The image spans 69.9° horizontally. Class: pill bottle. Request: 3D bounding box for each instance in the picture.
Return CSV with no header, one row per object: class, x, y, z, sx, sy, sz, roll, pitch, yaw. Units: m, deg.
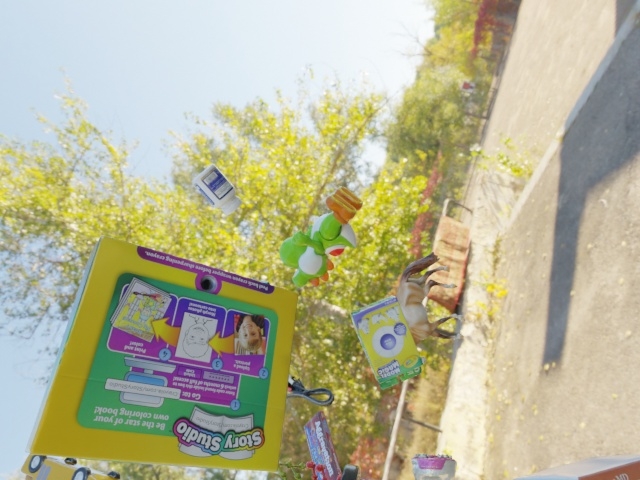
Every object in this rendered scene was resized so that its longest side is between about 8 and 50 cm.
pill bottle,-0.395,-0.193,1.780,0.112,0.186,0.112,-36,18,13

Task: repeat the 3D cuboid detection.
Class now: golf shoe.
golf shoe,0.294,0.629,1.170,0.306,0.115,0.140,67,-157,-53

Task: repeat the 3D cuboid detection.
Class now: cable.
cable,-0.085,0.583,1.792,0.139,0.287,0.072,-44,-52,-30

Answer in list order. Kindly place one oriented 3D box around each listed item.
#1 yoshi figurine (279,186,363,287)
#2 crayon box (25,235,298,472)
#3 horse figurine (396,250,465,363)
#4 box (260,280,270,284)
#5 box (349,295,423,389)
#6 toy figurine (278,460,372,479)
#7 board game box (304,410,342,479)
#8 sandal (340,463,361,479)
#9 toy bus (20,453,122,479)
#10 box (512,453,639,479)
yoshi figurine,-0.025,-0.013,1.506,0.362,0.204,0.203,-59,35,26
crayon box,-0.228,0.199,0.759,0.106,0.363,0.312,-28,48,51
horse figurine,0.248,0.160,1.098,0.066,0.175,0.263,-156,54,-84
box,-0.307,0.295,2.046,0.244,0.060,0.100,-45,-59,-33
box,0.143,0.219,0.969,0.043,0.105,0.179,-179,66,-85
toy figurine,0.065,0.737,1.375,0.363,0.217,0.191,37,-150,-42
board game box,0.008,0.857,1.860,0.145,0.027,0.281,-55,39,32
sandal,0.014,0.702,1.080,0.446,0.107,0.167,-21,-68,-75
toy bus,-0.603,0.614,1.117,0.108,0.333,0.130,48,-132,-49
box,0.523,0.573,0.786,0.168,0.215,0.345,124,139,-57
